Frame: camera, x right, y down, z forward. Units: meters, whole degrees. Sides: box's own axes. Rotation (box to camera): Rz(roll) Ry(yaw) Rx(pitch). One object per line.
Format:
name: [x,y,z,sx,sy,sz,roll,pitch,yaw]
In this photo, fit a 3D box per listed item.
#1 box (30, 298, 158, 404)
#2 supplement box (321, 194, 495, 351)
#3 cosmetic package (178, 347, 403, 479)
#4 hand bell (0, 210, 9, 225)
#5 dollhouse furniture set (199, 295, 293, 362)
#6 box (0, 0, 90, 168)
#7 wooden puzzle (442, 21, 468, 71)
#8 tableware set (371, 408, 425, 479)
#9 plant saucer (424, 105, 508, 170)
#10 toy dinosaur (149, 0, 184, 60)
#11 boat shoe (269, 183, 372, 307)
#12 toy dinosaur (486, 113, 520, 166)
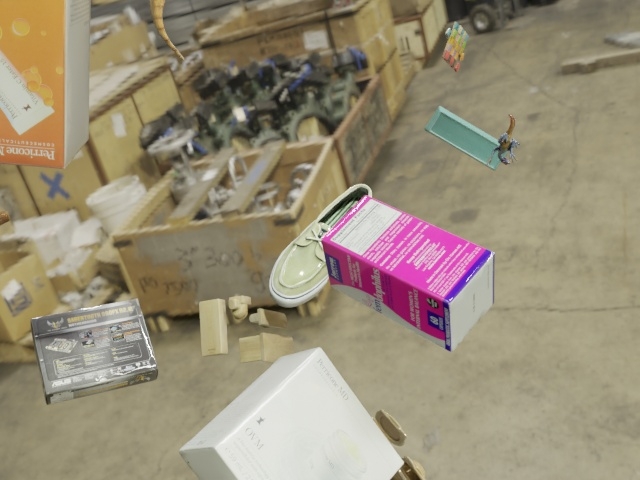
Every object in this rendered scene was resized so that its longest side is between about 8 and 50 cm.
box: [-0.479,0.231,1.683,0.231,0.056,0.183,-10,57,-24]
supplement box: [0.123,0.042,1.126,0.220,0.111,0.114,28,58,33]
cosmetic package: [-0.038,0.317,1.165,0.225,0.224,0.138,-41,9,-35]
hand bell: [-0.660,-0.016,1.367,0.242,0.126,0.126,-18,21,-35]
dollhouse furniture set: [-0.154,0.194,1.673,0.151,0.144,0.123,-12,-15,25]
box: [-0.433,-0.290,1.073,0.215,0.345,0.168,4,21,-7]
wooden puzzle: [0.180,-0.259,1.061,0.006,0.049,0.083,22,3,27]
tableware set: [0.109,0.337,1.249,0.020,0.141,0.168,-31,-10,-28]
plant saucer: [0.333,-0.228,1.798,0.192,0.067,0.018,30,25,-5]
toy dinosaur: [-0.266,-0.408,1.284,0.112,0.211,0.064,12,8,11]
boat shoe: [0.000,0.000,1.562,0.109,0.094,0.302,30,60,15]
toy dinosaur: [0.328,-0.164,1.392,0.047,0.090,0.082,21,-2,5]
